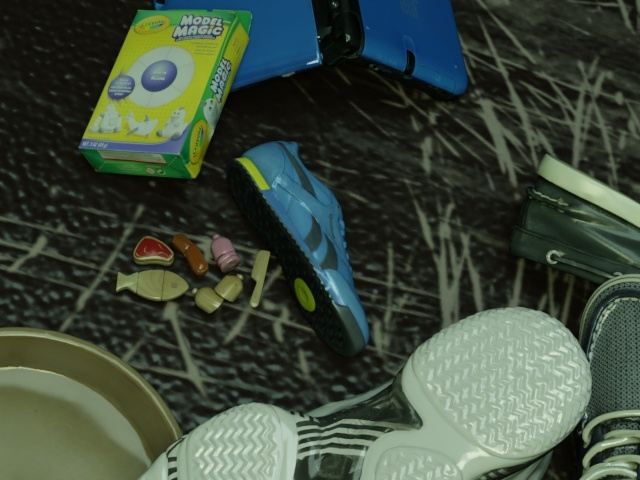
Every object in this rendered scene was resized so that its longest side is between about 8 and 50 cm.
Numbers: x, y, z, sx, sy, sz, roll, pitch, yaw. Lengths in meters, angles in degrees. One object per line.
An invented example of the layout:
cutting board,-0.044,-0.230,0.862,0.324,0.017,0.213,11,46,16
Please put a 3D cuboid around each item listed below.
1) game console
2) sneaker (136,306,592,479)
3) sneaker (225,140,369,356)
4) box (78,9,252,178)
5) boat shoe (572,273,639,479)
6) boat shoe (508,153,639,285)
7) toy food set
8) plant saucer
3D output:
game console,-0.017,-0.256,1.356,0.250,0.173,0.293,16,54,-41
sneaker,0.035,0.183,1.052,0.365,0.210,0.137,-25,68,2
sneaker,0.000,0.000,1.195,0.082,0.069,0.209,-21,68,-27
box,-0.132,-0.141,1.225,0.105,0.043,0.179,5,58,23
boat shoe,0.247,0.179,1.063,0.127,0.158,0.341,-15,70,25
boat shoe,0.318,0.056,1.221,0.340,0.127,0.113,32,99,3
toy food set,-0.108,0.026,1.186,0.122,0.019,0.078,11,59,2
plant saucer,-0.234,0.198,1.048,0.277,0.041,0.278,6,60,-10
